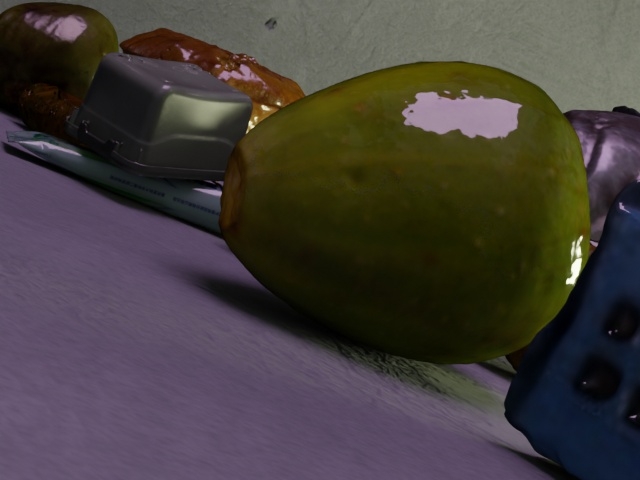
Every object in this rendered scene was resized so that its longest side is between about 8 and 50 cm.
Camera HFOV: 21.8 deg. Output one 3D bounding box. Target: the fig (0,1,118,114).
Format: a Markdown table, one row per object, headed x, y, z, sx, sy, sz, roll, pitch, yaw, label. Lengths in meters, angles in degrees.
| x | y | z | sx | sy | sz | roll | pitch | yaw | label |
| --- | --- | --- | --- | --- | --- | --- | --- | --- | --- |
| -0.308 | -0.209 | 1.941 | 0.154 | 0.166 | 0.144 | 53 | -27 | 7 | fig |

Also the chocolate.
| x | y | z | sx | sy | sz | roll | pitch | yaw | label |
| --- | --- | --- | --- | --- | --- | --- | --- | --- | --- |
| 0.246 | -0.019 | 1.839 | 0.213 | 0.303 | 0.303 | 13 | 11 | -40 | chocolate |

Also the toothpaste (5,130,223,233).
| x | y | z | sx | sy | sz | roll | pitch | yaw | label |
| --- | --- | --- | --- | --- | --- | --- | --- | --- | --- |
| -0.169 | -0.055 | 1.641 | 0.297 | 0.048 | 0.075 | 20 | 7 | -18 | toothpaste |

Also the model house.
| x | y | z | sx | sy | sz | roll | pitch | yaw | label |
| --- | --- | --- | --- | --- | --- | --- | --- | --- | --- |
| 0.315 | 0.130 | 1.146 | 0.237 | 0.215 | 0.303 | 21 | 11 | -36 | model house |

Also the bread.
| x | y | z | sx | sy | sz | roll | pitch | yaw | label |
| --- | --- | --- | --- | --- | --- | --- | --- | --- | --- |
| -0.171 | -0.215 | 2.549 | 0.312 | 0.172 | 0.312 | 19 | 5 | -2 | bread |

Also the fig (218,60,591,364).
| x | y | z | sx | sy | sz | roll | pitch | yaw | label |
| --- | --- | --- | --- | --- | --- | --- | --- | --- | --- |
| 0.068 | -0.022 | 1.368 | 0.326 | 0.258 | 0.258 | -1 | 18 | -31 | fig |

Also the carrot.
| x | y | z | sx | sy | sz | roll | pitch | yaw | label |
| --- | --- | --- | --- | --- | --- | --- | --- | --- | --- |
| -0.261 | -0.120 | 1.782 | 0.069 | 0.069 | 0.229 | 20 | 6 | -39 | carrot |

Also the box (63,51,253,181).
| x | y | z | sx | sy | sz | roll | pitch | yaw | label |
| --- | --- | --- | --- | --- | --- | --- | --- | --- | --- |
| -0.151 | -0.124 | 1.640 | 0.124 | 0.093 | 0.172 | 32 | 18 | 34 | box |

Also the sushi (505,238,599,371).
| x | y | z | sx | sy | sz | roll | pitch | yaw | label |
| --- | --- | --- | --- | --- | --- | --- | --- | --- | --- |
| 0.277 | 0.081 | 1.633 | 0.296 | 0.167 | 0.179 | 3 | 2 | -9 | sushi |

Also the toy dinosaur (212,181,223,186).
| x | y | z | sx | sy | sz | roll | pitch | yaw | label |
| --- | --- | --- | --- | --- | --- | --- | --- | --- | --- |
| -0.186 | -0.102 | 2.073 | 0.220 | 0.032 | 0.108 | 33 | -1 | -19 | toy dinosaur |
